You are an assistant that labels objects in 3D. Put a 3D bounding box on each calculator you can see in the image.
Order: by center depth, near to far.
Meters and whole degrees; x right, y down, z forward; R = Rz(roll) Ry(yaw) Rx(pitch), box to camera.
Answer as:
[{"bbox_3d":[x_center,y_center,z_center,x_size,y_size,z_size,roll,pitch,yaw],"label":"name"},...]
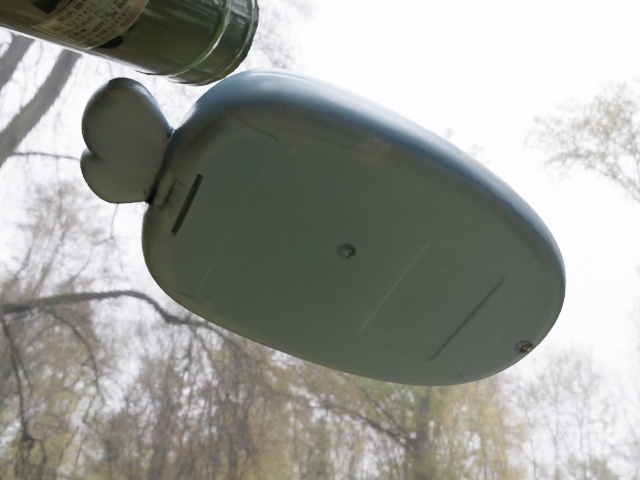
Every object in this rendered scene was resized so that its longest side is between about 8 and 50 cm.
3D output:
[{"bbox_3d":[0.000,0.000,0.471,0.303,0.042,0.188,22,-49,-11],"label":"calculator"}]

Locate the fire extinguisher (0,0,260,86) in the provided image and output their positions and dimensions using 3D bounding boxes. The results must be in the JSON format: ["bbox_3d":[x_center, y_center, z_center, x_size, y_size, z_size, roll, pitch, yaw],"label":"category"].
[{"bbox_3d":[-0.133,-0.143,0.379,0.093,0.118,0.294,35,13,18],"label":"fire extinguisher"}]
